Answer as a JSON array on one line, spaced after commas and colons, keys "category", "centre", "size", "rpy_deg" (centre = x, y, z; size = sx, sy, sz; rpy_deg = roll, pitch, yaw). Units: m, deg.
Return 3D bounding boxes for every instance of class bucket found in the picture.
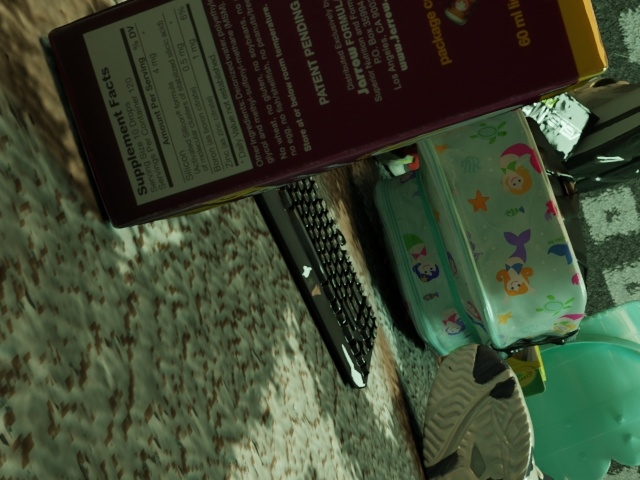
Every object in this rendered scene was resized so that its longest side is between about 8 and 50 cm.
[{"category": "bucket", "centre": [0.346, 0.209, 1.174], "size": [0.183, 0.281, 0.281], "rpy_deg": [67, 12, 16]}]

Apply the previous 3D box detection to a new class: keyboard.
[{"category": "keyboard", "centre": [0.000, 0.000, 0.594], "size": [0.108, 0.023, 0.180], "rpy_deg": [-83, 152, -60]}]

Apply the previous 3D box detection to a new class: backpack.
[{"category": "backpack", "centre": [0.157, -0.003, 0.846], "size": [0.253, 0.191, 0.225], "rpy_deg": [60, 14, -74]}]

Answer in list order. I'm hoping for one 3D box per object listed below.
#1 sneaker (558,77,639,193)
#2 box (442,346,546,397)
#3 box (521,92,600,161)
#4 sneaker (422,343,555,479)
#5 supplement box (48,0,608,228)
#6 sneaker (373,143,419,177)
[{"category": "sneaker", "centre": [0.259, -0.178, 1.080], "size": [0.169, 0.447, 0.257], "rpy_deg": [-4, 78, -34]}, {"category": "box", "centre": [0.186, 0.105, 1.010], "size": [0.043, 0.105, 0.179], "rpy_deg": [53, 24, -51]}, {"category": "box", "centre": [0.138, -0.205, 0.932], "size": [0.270, 0.060, 0.216], "rpy_deg": [26, 17, -36]}, {"category": "sneaker", "centre": [0.154, 0.203, 0.789], "size": [0.153, 0.094, 0.235], "rpy_deg": [3, 70, -77]}, {"category": "supplement box", "centre": [0.007, -0.072, 0.359], "size": [0.104, 0.188, 0.081], "rpy_deg": [-28, 100, -76]}, {"category": "sneaker", "centre": [0.119, -0.133, 1.017], "size": [0.279, 0.118, 0.107], "rpy_deg": [-14, 88, -76]}]
